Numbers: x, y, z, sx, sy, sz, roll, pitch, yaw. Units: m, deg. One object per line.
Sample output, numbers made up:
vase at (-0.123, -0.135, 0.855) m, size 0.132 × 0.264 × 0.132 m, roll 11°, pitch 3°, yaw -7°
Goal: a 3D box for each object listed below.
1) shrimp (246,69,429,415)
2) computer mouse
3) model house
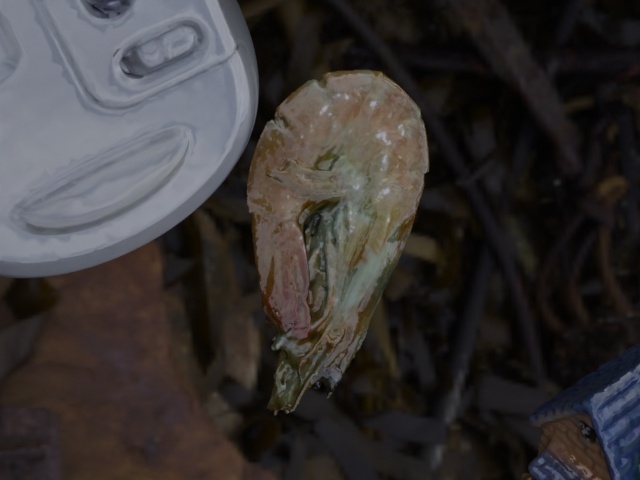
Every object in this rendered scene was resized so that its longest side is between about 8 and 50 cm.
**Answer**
shrimp at (-0.001, 0.000, 0.944) m, size 0.115 × 0.051 × 0.217 m, roll 17°, pitch 88°, yaw -20°
computer mouse at (-0.130, -0.124, 0.600) m, size 0.184 × 0.121 × 0.297 m, roll -29°, pitch 124°, yaw -2°
model house at (0.246, 0.155, 1.081) m, size 0.166 × 0.183 × 0.172 m, roll -25°, pitch 138°, yaw -32°
